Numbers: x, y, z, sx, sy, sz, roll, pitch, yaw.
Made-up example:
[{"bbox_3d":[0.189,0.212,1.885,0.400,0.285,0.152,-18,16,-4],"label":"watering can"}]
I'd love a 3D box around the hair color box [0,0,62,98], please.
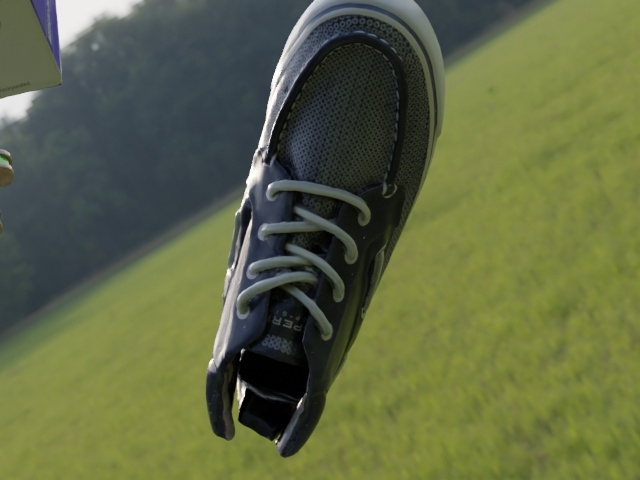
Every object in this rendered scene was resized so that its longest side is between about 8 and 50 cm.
[{"bbox_3d":[-0.274,-0.208,0.821,0.185,0.110,0.339,-13,-36,1],"label":"hair color box"}]

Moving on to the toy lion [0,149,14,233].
[{"bbox_3d":[-0.346,-0.042,1.473,0.034,0.096,0.100,-111,34,-51],"label":"toy lion"}]

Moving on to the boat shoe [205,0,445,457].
[{"bbox_3d":[0.000,0.000,1.072,0.158,0.127,0.341,-72,-5,-51],"label":"boat shoe"}]
